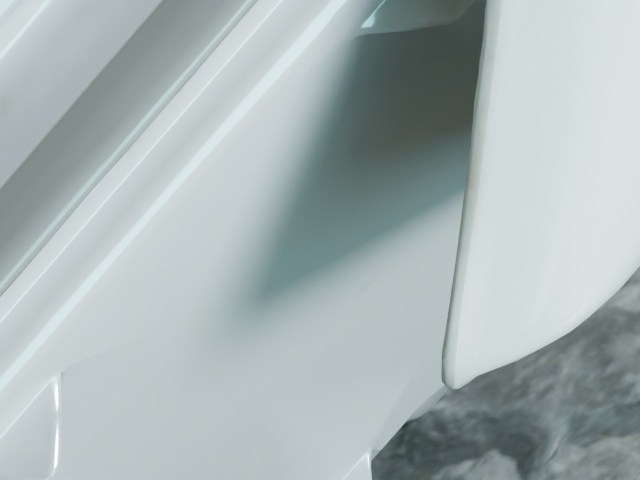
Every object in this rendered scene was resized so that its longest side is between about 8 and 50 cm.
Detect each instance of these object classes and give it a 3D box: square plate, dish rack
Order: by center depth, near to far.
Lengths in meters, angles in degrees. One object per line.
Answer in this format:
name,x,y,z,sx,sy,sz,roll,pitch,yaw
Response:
square plate,0.136,-0.173,0.475,0.347,0.049,0.344,-39,141,-54
dish rack,0.000,0.000,0.544,0.285,0.072,0.333,-49,159,5
